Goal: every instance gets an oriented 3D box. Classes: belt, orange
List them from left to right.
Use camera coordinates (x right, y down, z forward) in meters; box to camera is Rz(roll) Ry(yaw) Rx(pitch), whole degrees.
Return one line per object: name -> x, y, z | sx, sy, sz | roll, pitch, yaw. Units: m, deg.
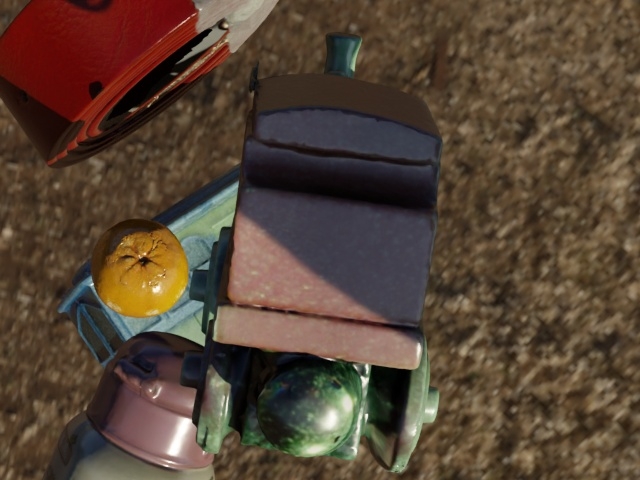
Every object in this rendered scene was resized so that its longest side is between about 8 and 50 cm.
orange -> -0.149, 0.023, 1.232 | 0.083, 0.070, 0.083 | 0, 86, -3
belt -> -0.164, -0.195, 1.365 | 0.115, 0.324, 0.227 | 53, 35, 3

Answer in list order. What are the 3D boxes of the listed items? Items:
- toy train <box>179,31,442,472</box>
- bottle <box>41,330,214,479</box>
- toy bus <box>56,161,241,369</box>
toy train -> 0.000, 0.000, 0.892 | 0.150, 0.221, 0.304 | 7, 18, -3
bottle -> -0.133, 0.173, 0.997 | 0.110, 0.110, 0.233 | 23, 98, -4
toy bus -> -0.070, 0.036, 1.418 | 0.312, 0.152, 0.190 | -34, 89, -22
